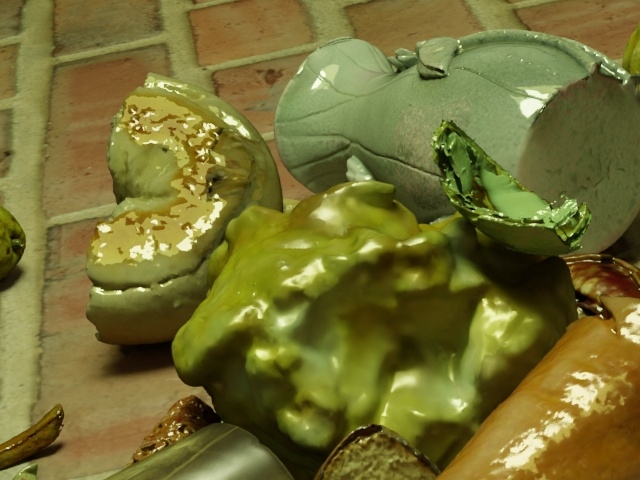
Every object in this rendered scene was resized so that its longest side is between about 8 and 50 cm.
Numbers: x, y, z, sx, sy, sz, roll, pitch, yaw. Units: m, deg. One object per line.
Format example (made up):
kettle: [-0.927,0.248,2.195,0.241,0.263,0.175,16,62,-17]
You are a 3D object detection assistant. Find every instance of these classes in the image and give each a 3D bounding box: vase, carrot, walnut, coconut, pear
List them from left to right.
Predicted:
pear: [-0.393,0.003,2.263,0.131,0.107,0.107,9,29,21]
vase: [0.139,-0.105,2.120,0.250,0.250,0.445,-25,23,-29]
coconut: [0.156,-0.029,1.631,0.133,0.055,0.158,22,21,-29]
carrot: [0.186,0.183,1.481,0.196,0.196,0.254,12,36,42]
walnut: [0.263,0.072,1.793,0.115,0.116,0.207,-20,27,-21]

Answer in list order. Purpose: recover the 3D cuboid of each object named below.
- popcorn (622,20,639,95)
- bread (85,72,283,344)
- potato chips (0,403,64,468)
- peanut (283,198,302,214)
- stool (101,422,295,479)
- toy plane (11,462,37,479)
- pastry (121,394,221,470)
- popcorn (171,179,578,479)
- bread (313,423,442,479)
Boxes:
popcorn: [0.447,-0.164,2.064,0.274,0.279,0.335,-42,46,-19]
bread: [-0.132,-0.029,2.071,0.192,0.171,0.314,-4,54,6]
potato chips: [-0.332,0.204,1.858,0.204,0.037,0.026,-19,14,-6]
peanut: [0.000,0.000,2.126,0.174,0.080,0.080,11,31,32]
stool: [-0.143,0.264,1.445,0.264,0.179,0.179,-25,27,-30]
toy plane: [-0.225,0.238,1.632,0.244,0.092,0.229,-5,18,-37]
pastry: [-0.120,0.182,1.632,0.063,0.087,0.169,37,23,1]
popcorn: [0.052,0.094,1.707,0.334,0.294,0.292,19,-15,0]
bread: [0.041,0.217,1.535,0.129,0.126,0.044,-56,11,-15]
